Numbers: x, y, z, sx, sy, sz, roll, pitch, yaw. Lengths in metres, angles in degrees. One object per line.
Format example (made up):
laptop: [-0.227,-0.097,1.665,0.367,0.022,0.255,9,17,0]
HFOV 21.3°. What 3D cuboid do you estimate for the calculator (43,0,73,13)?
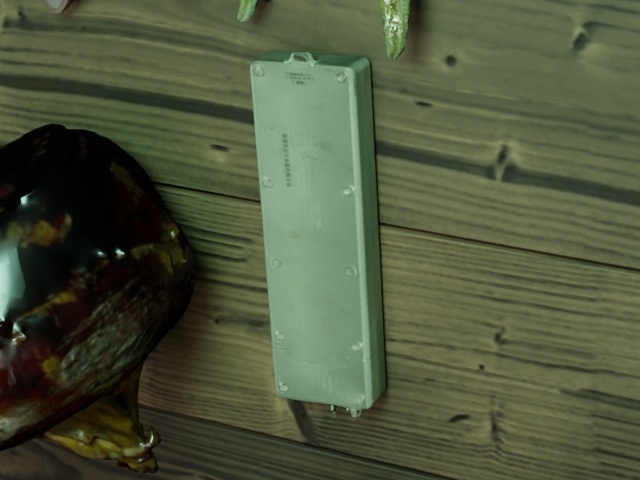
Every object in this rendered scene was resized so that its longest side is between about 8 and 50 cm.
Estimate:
calculator: [-0.230,-0.372,1.503,0.220,0.048,0.329,-4,113,40]

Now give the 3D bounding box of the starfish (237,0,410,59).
starfish: [-0.010,-0.337,1.410,0.347,0.078,0.358,40,133,4]

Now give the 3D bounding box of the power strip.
power strip: [0.000,0.000,1.568,0.106,0.043,0.367,7,114,25]

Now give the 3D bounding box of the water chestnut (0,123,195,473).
water chestnut: [-0.262,0.080,1.572,0.335,0.335,0.347,-18,110,32]
